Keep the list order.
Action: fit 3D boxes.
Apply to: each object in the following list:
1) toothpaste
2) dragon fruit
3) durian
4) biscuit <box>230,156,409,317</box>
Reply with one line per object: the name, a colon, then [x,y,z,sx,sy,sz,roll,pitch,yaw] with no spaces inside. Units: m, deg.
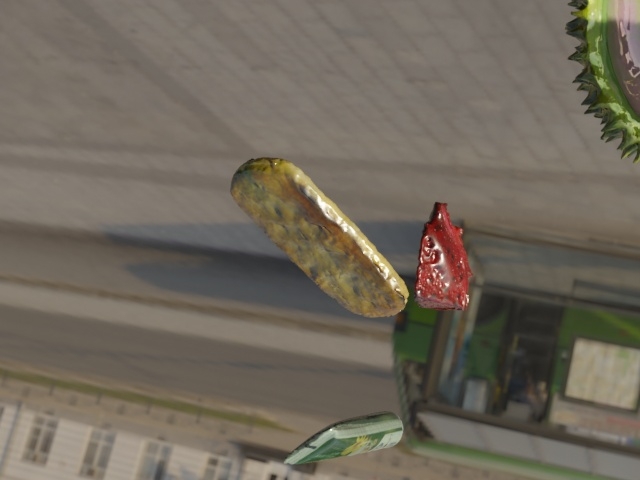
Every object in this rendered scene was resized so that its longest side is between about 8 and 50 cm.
toothpaste: [0.030,0.160,0.938,0.049,0.031,0.204,-37,163,16]
dragon fruit: [0.156,0.022,1.399,0.063,0.131,0.097,9,178,12]
durian: [0.331,-0.232,1.128,0.170,0.355,0.157,-1,-167,23]
biscuit: [0.000,0.000,1.274,0.247,0.029,0.118,46,146,-19]
